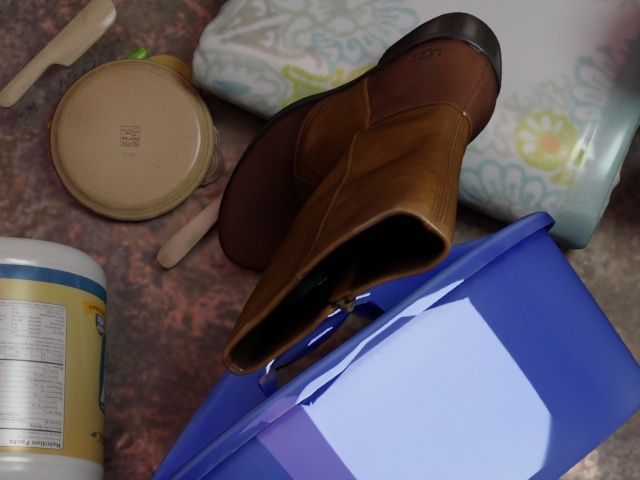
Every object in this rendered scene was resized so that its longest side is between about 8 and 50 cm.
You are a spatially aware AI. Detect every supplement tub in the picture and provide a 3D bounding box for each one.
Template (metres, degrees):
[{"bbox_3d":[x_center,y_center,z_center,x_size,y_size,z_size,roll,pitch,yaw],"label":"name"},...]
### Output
[{"bbox_3d":[-0.216,0.109,0.904,0.144,0.144,0.199,-2,73,1],"label":"supplement tub"}]

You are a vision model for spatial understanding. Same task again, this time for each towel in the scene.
[{"bbox_3d":[0.123,-0.213,1.029,0.320,0.090,0.374,23,74,10],"label":"towel"}]

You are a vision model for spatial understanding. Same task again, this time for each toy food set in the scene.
[{"bbox_3d":[-0.138,-0.078,1.023,0.132,0.038,0.192,-44,86,-6],"label":"toy food set"}]

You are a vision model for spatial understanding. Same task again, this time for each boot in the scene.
[{"bbox_3d":[0.000,0.000,0.839,0.264,0.280,0.096,-29,111,29],"label":"boot"}]

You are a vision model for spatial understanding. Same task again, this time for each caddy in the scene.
[{"bbox_3d":[0.032,0.113,0.842,0.341,0.241,0.179,-35,81,-18],"label":"caddy"}]
